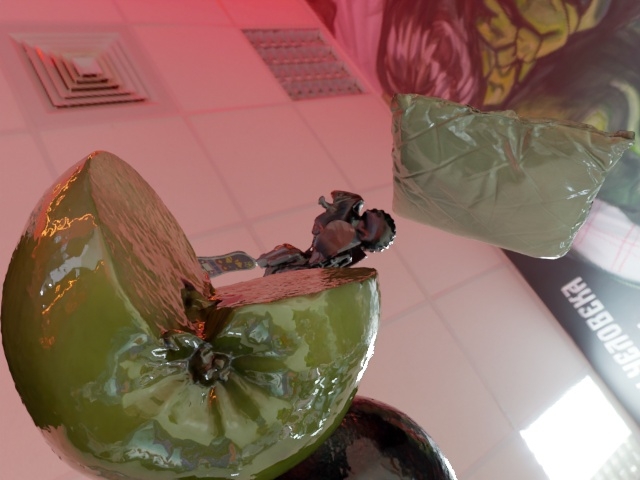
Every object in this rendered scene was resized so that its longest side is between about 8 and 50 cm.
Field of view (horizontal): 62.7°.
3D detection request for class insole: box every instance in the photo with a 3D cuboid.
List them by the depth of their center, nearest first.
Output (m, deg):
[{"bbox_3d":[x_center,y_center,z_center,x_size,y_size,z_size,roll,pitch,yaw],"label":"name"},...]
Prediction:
[{"bbox_3d":[-0.206,0.050,1.021,0.065,0.197,0.004,59,-145,-36],"label":"insole"}]

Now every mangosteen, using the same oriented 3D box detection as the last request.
[{"bbox_3d":[0.025,0.346,0.604,0.306,0.306,0.359,25,-173,-10],"label":"mangosteen"}]

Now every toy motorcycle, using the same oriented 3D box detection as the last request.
[{"bbox_3d":[0.000,-0.001,0.774,0.213,0.082,0.122,-30,-122,-1],"label":"toy motorcycle"}]

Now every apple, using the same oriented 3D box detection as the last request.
[{"bbox_3d":[-0.110,0.082,0.437,0.295,0.233,0.258,23,-174,-14],"label":"apple"}]

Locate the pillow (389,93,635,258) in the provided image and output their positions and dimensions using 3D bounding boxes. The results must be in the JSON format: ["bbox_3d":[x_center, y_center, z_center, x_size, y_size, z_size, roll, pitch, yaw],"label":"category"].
[{"bbox_3d":[0.236,-0.086,0.730,0.281,0.274,0.076,15,-118,17],"label":"pillow"}]
